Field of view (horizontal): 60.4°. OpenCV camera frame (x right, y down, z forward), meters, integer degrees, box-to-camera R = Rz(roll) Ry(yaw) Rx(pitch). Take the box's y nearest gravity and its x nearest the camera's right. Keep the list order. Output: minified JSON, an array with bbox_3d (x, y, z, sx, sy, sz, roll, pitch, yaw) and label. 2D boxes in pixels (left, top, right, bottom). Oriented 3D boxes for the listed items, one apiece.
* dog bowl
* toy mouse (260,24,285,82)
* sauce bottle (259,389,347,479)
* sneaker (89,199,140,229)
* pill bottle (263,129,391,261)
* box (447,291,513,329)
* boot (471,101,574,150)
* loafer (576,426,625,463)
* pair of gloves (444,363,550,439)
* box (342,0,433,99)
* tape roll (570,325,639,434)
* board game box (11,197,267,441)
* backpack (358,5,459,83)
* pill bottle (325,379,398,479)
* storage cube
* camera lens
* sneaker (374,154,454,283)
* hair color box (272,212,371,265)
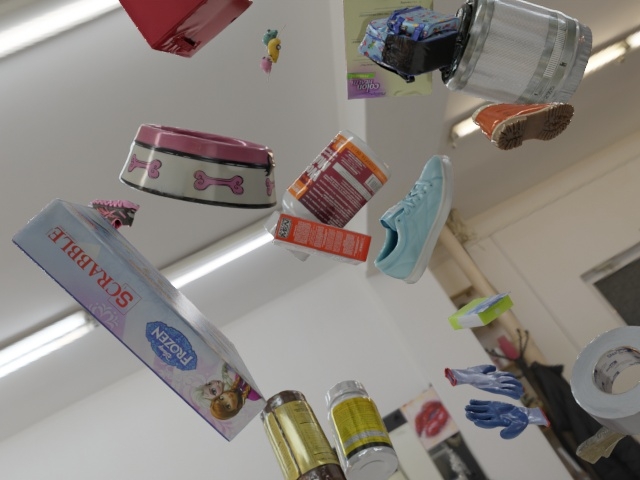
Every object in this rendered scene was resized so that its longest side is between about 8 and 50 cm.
[{"bbox_3d":[-0.302,-0.199,1.430,0.408,0.408,0.150,-1,-74,-48],"label":"dog bowl"},{"bbox_3d":[-0.146,-0.526,1.527,0.031,0.143,0.161,5,-66,-22],"label":"toy mouse"},{"bbox_3d":[-0.014,0.446,1.040,0.111,0.344,0.111,-14,-49,-17],"label":"sauce bottle"},{"bbox_3d":[-0.397,-0.046,1.044,0.119,0.057,0.047,1,-9,30],"label":"sneaker"},{"bbox_3d":[0.009,-0.076,0.967,0.221,0.121,0.121,-47,-25,3],"label":"pill bottle"},{"bbox_3d":[0.427,0.188,1.460,0.109,0.042,0.178,-30,-3,-20],"label":"box"},{"bbox_3d":[0.311,-0.190,0.844,0.158,0.084,0.059,-14,-50,-20],"label":"boot"},{"bbox_3d":[0.710,0.505,1.373,0.148,0.050,0.056,-51,-10,32],"label":"loafer"},{"bbox_3d":[0.326,0.296,1.026,0.159,0.198,0.023,6,-66,-10],"label":"pair of gloves"},{"bbox_3d":[0.167,-0.488,1.381,0.214,0.117,0.243,-3,-68,3],"label":"box"},{"bbox_3d":[0.644,0.289,1.153,0.072,0.219,0.219,37,-61,-17],"label":"tape roll"},{"bbox_3d":[-0.226,0.087,0.731,0.066,0.318,0.318,-44,11,-10],"label":"board game box"},{"bbox_3d":[0.170,-0.407,1.112,0.158,0.173,0.117,-28,-42,-37],"label":"backpack"},{"bbox_3d":[0.083,0.419,1.215,0.119,0.208,0.119,-8,-55,-12],"label":"pill bottle"},{"bbox_3d":[-0.286,-0.516,1.125,0.193,0.215,0.183,-34,3,17],"label":"storage cube"},{"bbox_3d":[0.423,-0.417,1.231,0.274,0.219,0.219,14,-34,-3],"label":"camera lens"},{"bbox_3d":[0.247,-0.071,1.487,0.150,0.365,0.135,18,-3,-20],"label":"sneaker"},{"bbox_3d":[0.000,0.000,0.845,0.141,0.043,0.072,15,-10,-6],"label":"hair color box"}]
